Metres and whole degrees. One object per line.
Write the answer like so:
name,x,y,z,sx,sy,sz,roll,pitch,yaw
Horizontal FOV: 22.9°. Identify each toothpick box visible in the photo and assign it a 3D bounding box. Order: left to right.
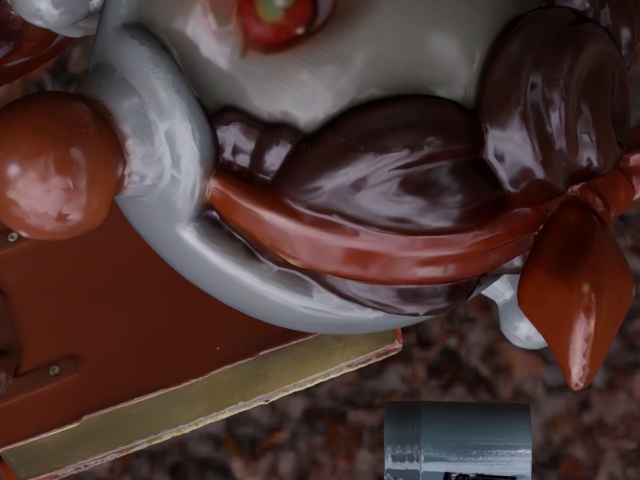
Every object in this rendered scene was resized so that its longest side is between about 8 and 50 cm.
toothpick box,0.078,0.118,0.910,0.083,0.052,0.052,0,135,4

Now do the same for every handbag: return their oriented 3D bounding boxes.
handbag,-0.074,0.021,0.700,0.190,0.127,0.063,-20,149,-6

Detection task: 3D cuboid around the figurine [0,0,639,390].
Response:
figurine,-0.015,-0.047,0.396,0.226,0.183,0.160,30,122,17
